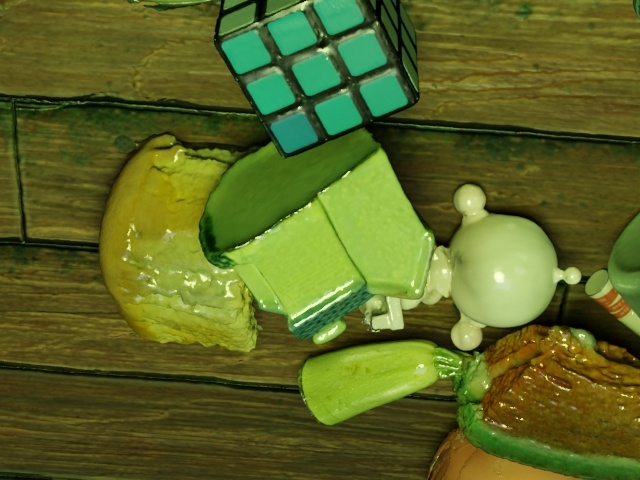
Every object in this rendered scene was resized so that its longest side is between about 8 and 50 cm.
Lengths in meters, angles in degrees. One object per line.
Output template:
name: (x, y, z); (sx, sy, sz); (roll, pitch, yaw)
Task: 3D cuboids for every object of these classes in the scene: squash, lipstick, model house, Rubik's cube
squash: (0.088, 0.164, 1.662); (0.224, 0.094, 0.094); (-17, 123, 32)
lipstick: (0.381, 0.086, 1.656); (0.130, 0.038, 0.038); (36, 119, -20)
model house: (0.000, 0.000, 1.445); (0.214, 0.195, 0.189); (-36, 115, -2)
Rubik's cube: (-0.001, -0.211, 1.404); (0.160, 0.163, 0.162); (-21, 124, 17)

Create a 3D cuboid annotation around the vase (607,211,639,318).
vase: (0.487, 0.076, 1.546); (0.245, 0.245, 0.291); (-36, 107, 24)

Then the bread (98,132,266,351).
bread: (-0.164, 0.014, 1.569); (0.204, 0.162, 0.262); (7, 111, 11)

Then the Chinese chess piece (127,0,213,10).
Chinese chess piece: (-0.146, -0.396, 1.294); (0.349, 0.146, 0.349); (1, 125, 2)

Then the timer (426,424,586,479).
timer: (0.248, 0.330, 1.729); (0.229, 0.215, 0.230); (-1, 119, -2)

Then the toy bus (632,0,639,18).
toy bus: (0.318, -0.322, 1.326); (0.275, 0.138, 0.167); (27, 120, -12)

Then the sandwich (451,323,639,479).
sandwich: (0.301, 0.191, 1.583); (0.292, 0.109, 0.212); (22, 143, -3)

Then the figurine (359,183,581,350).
figurine: (0.168, 0.029, 1.580); (0.256, 0.182, 0.144); (-6, 166, 0)
